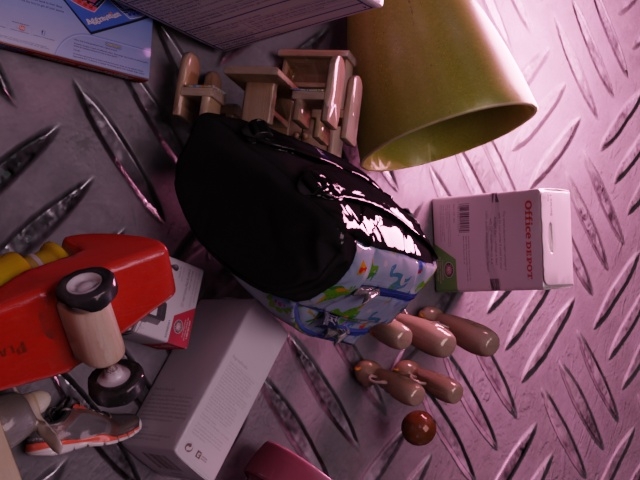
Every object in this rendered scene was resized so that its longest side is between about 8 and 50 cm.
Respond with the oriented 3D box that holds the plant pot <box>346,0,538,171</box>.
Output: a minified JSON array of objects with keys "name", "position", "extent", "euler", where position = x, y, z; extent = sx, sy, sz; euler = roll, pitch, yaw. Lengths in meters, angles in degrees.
[{"name":"plant pot","position":[0.151,-0.289,1.788],"extent":[0.275,0.275,0.293],"euler":[-7,77,-46]}]

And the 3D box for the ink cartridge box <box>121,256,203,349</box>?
[{"name":"ink cartridge box","position":[-0.231,0.067,1.491],"extent":[0.150,0.063,0.109],"euler":[24,71,-43]}]

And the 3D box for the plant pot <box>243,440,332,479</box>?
[{"name":"plant pot","position":[-0.050,0.398,1.582],"extent":[0.180,0.201,0.201],"euler":[-50,123,-18]}]

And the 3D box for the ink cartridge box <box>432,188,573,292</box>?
[{"name":"ink cartridge box","position":[0.294,0.003,1.922],"extent":[0.093,0.219,0.160],"euler":[0,88,-46]}]

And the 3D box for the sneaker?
[{"name":"sneaker","position":[-0.284,0.217,1.434],"extent":[0.158,0.061,0.064],"euler":[-5,85,-46]}]

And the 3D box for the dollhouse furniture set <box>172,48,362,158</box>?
[{"name":"dollhouse furniture set","position":[-0.046,-0.210,1.602],"extent":[0.242,0.212,0.161],"euler":[33,63,-68]}]

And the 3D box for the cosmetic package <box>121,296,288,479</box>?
[{"name":"cosmetic package","position":[-0.147,0.189,1.535],"extent":[0.085,0.117,0.231],"euler":[49,57,-33]}]

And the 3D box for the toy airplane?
[{"name":"toy airplane","position":[-0.392,0.091,1.223],"extent":[0.384,0.272,0.386],"euler":[26,106,-31]}]

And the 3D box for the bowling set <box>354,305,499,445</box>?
[{"name":"bowling set","position":[0.122,0.198,1.817],"extent":[0.287,0.154,0.199],"euler":[13,97,-46]}]

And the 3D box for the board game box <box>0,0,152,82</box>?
[{"name":"board game box","position":[-0.323,-0.290,1.443],"extent":[0.281,0.027,0.145],"euler":[9,82,-45]}]

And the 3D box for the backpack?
[{"name":"backpack","position":[0.000,0.000,1.570],"extent":[0.355,0.290,0.273],"euler":[-2,126,-52]}]

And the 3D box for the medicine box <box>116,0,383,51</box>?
[{"name":"medicine box","position":[-0.106,-0.368,1.466],"extent":[0.289,0.263,0.149],"euler":[18,68,-54]}]
